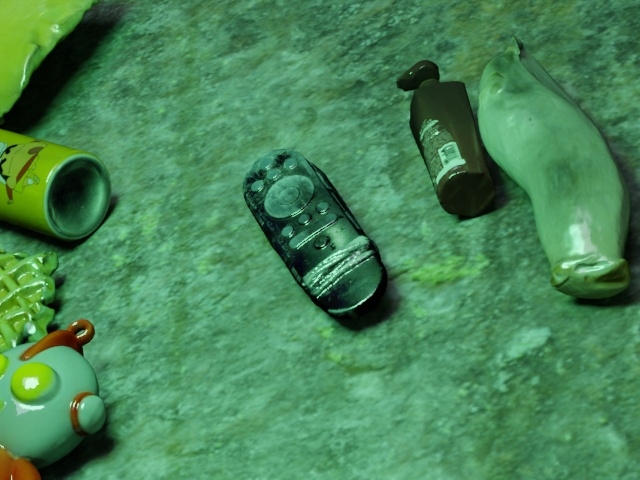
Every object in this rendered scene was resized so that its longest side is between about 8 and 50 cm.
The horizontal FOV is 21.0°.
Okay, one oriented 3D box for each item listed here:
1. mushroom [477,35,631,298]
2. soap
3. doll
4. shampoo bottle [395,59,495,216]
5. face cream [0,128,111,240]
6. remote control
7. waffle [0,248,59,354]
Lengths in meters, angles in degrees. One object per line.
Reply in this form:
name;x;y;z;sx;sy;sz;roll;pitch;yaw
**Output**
mushroom;0.232;-0.074;1.696;0.109;0.097;0.351;-22;41;4
soap;-0.479;-0.249;2.261;0.427;0.115;0.306;4;50;33
doll;-0.311;0.201;1.652;0.200;0.105;0.336;9;49;35
shampoo bottle;0.130;-0.115;1.822;0.068;0.067;0.236;-12;38;0
face cream;-0.398;-0.085;2.033;0.349;0.105;0.105;16;53;40
remote control;0.000;0.000;1.768;0.090;0.066;0.266;-38;42;4
waffle;-0.385;0.094;1.857;0.214;0.054;0.208;-5;45;20
